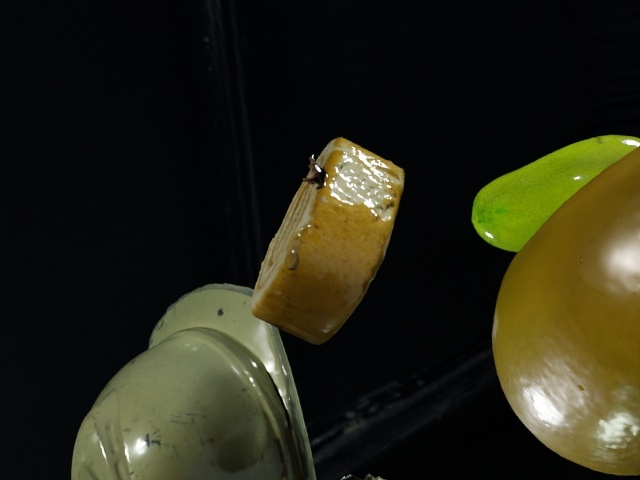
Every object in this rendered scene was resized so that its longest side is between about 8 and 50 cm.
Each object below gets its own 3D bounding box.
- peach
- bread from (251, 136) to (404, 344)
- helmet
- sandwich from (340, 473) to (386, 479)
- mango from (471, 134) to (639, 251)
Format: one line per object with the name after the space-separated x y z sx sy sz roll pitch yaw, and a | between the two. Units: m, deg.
0.201 0.023 0.574 0.251 0.251 0.153 -14 -123 -44 | peach
0.000 0.000 0.764 0.073 0.122 0.149 27 -142 -7 | bread
-0.117 0.162 0.796 0.137 0.204 0.257 0 -109 -47 | helmet
0.070 0.368 1.011 0.262 0.131 0.325 51 -126 -10 | sandwich
0.211 -0.038 0.893 0.117 0.163 0.089 -18 -83 -52 | mango
